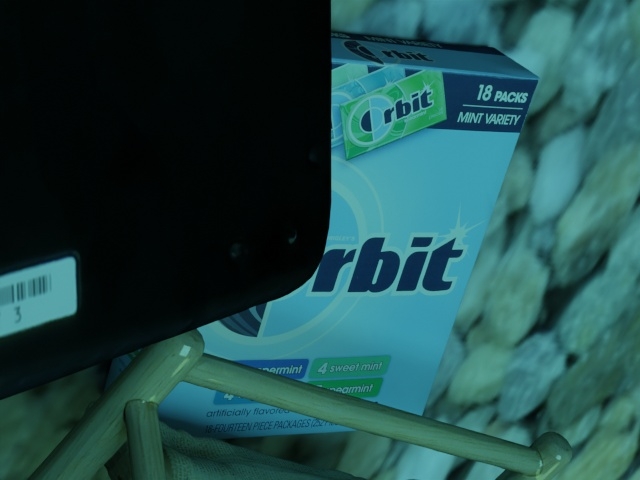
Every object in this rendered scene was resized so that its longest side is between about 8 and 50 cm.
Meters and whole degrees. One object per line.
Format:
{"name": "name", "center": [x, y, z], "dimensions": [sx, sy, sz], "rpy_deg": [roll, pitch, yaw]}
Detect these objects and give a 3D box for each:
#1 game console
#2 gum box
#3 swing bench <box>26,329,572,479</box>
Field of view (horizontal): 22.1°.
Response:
{"name": "game console", "center": [-0.121, -0.116, 0.419], "dimensions": [0.386, 0.060, 0.342], "rpy_deg": [-18, 113, -53]}
{"name": "gum box", "center": [0.000, 0.000, 0.725], "dimensions": [0.157, 0.041, 0.184], "rpy_deg": [2, 116, -35]}
{"name": "swing bench", "center": [-0.044, 0.183, 0.713], "dimensions": [0.254, 0.165, 0.253], "rpy_deg": [-32, 143, 33]}
